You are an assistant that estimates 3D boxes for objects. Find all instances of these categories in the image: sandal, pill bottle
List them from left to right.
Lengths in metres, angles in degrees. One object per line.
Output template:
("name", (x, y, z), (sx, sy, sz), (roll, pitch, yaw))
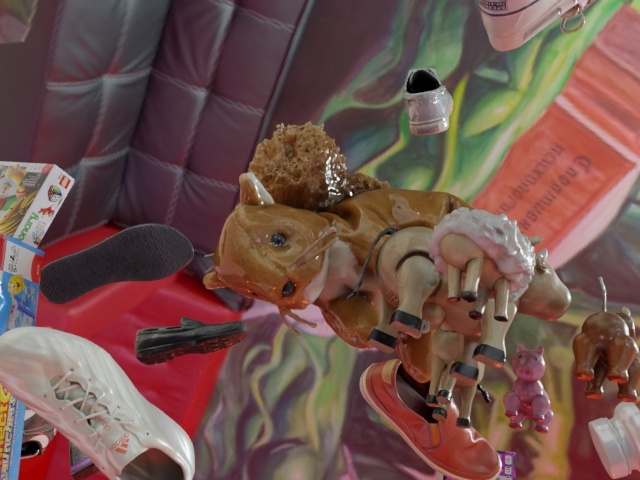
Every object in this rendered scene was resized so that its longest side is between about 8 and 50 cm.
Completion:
("sandal", (-0.339, 0.031, 1.162), (0.054, 0.254, 0.097), (-130, -154, -79))
("pill bottle", (0.542, 0.294, 1.088), (0.216, 0.121, 0.121), (-20, 171, 6))

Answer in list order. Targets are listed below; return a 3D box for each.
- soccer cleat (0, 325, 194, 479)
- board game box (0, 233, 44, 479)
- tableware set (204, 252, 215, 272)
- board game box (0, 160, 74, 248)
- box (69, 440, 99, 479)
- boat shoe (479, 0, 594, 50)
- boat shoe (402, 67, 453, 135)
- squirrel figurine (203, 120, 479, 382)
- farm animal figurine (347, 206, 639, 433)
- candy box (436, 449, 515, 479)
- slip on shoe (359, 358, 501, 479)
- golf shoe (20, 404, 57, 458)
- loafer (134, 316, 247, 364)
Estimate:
("soccer cleat", (-0.167, 0.137, 0.539), (0.068, 0.196, 0.076), (-41, -152, 3))
("board game box", (-0.468, 0.148, 0.724), (0.086, 0.308, 0.302), (78, 12, -75))
("tableware set", (-0.205, 0.005, 1.701), (0.128, 0.039, 0.194), (-38, -176, -42))
("board game box", (-0.563, -0.040, 1.159), (0.053, 0.305, 0.193), (48, 56, -49))
("box", (-0.461, 0.422, 1.449), (0.116, 0.029, 0.162), (-25, -156, -13))
("boat shoe", (0.410, -0.430, 1.178), (0.367, 0.136, 0.156), (-42, 137, -22))
("boat shoe", (0.171, -0.236, 1.119), (0.227, 0.079, 0.081), (-75, 156, -64))
("squirrel figurine", (0.000, 0.000, 1.064), (0.370, 0.397, 0.281), (4, 124, -30))
("farm animal figurine", (0.187, 0.081, 0.806), (0.330, 0.326, 0.172), (-30, -145, 54))
("candy box", (0.330, 0.565, 1.493), (0.071, 0.159, 0.233), (98, -1, -70))
("slip on shoe", (0.223, 0.345, 1.325), (0.101, 0.331, 0.123), (-41, -170, 47))
("golf shoe", (-0.347, 0.215, 0.844), (0.198, 0.077, 0.094), (96, 11, -72))
("loafer", (-0.257, 0.185, 1.378), (0.076, 0.223, 0.078), (83, -5, -60))
